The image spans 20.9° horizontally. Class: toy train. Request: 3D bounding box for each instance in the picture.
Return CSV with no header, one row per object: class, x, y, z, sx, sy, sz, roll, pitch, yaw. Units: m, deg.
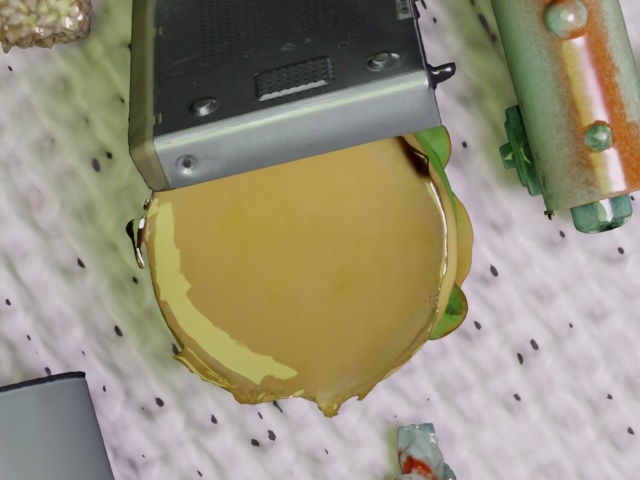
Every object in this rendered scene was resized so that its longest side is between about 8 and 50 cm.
toy train,0.161,-0.143,1.165,0.116,0.177,0.285,-14,91,5

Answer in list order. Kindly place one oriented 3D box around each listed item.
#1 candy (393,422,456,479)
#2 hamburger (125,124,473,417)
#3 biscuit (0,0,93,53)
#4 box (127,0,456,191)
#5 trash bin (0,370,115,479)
candy,0.045,0.272,1.257,0.086,0.059,0.292,19,94,6
hamburger,0.000,0.000,1.201,0.237,0.149,0.237,1,96,13
biscuit,-0.205,-0.220,1.243,0.082,0.070,0.168,-10,90,1
box,-0.025,-0.144,1.147,0.211,0.270,0.045,-13,127,7
trash bin,-0.229,0.244,1.183,0.217,0.277,0.262,-17,83,2
